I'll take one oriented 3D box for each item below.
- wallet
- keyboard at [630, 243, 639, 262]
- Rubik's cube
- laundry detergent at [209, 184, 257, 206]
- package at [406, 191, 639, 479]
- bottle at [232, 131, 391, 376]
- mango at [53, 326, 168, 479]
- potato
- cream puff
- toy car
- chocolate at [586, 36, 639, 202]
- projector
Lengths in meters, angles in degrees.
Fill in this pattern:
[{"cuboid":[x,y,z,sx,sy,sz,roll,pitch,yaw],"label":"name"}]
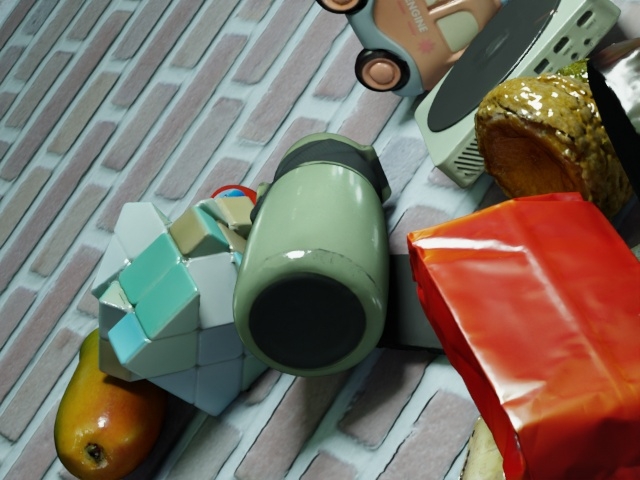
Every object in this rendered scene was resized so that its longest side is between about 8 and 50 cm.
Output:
[{"cuboid":[0.103,0.066,1.927,0.244,0.025,0.124,1,55,57],"label":"wallet"},{"cuboid":[0.326,0.014,1.685,0.129,0.015,0.049,-33,29,30],"label":"keyboard"},{"cuboid":[-0.161,0.072,2.104,0.265,0.224,0.213,-44,45,9],"label":"Rubik's cube"},{"cuboid":[-0.103,-0.019,2.289,0.097,0.049,0.165,-60,31,-1],"label":"laundry detergent"},{"cuboid":[0.220,0.101,1.549,0.196,0.123,0.423,-18,37,-4],"label":"package"},{"cuboid":[-0.002,0.000,1.971,0.168,0.168,0.347,-38,21,23],"label":"bottle"},{"cuboid":[-0.260,0.198,2.183,0.146,0.129,0.289,-49,22,31],"label":"mango"},{"cuboid":[0.181,0.208,1.601,0.107,0.080,0.170,-15,45,35],"label":"potato"},{"cuboid":[0.269,-0.119,1.772,0.169,0.183,0.183,-41,24,-24],"label":"cream puff"},{"cuboid":[0.124,-0.321,2.123,0.212,0.270,0.180,-15,37,20],"label":"toy car"},{"cuboid":[0.372,-0.078,1.515,0.186,0.283,0.283,-25,33,4],"label":"chocolate"},{"cuboid":[0.222,-0.191,1.960,0.257,0.079,0.259,-49,13,12],"label":"projector"}]
